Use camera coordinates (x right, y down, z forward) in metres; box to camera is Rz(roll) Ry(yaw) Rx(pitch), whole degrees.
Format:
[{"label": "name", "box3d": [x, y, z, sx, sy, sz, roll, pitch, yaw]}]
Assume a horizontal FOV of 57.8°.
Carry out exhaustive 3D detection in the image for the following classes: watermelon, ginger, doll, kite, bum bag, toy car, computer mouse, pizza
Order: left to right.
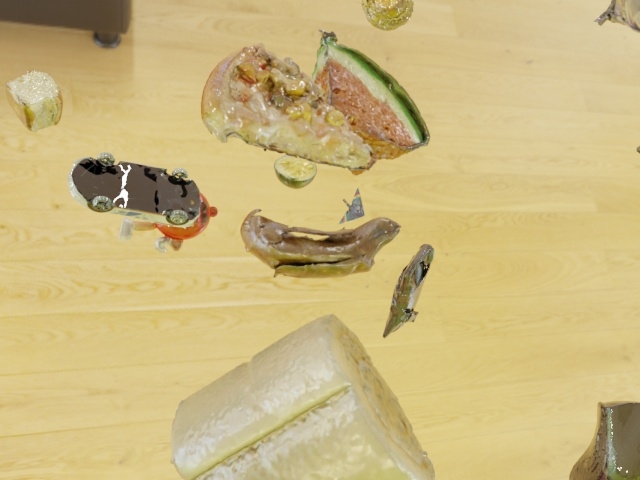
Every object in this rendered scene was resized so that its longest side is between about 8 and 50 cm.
[{"label": "toy car", "box3d": [-0.287, -0.076, 0.908, 0.205, 0.056, 0.095, 9, 58, -27]}, {"label": "doll", "box3d": [-0.352, -0.060, 1.363, 0.217, 0.085, 0.183, 8, 93, -15]}, {"label": "watermelon", "box3d": [-0.062, -0.162, 1.413, 0.105, 0.062, 0.105, 4, 44, -4]}, {"label": "pizza", "box3d": [-0.025, -0.137, 0.621, 0.195, 0.052, 0.185, 29, 44, -11]}, {"label": "ginger", "box3d": [-0.005, 0.014, 1.141, 0.309, 0.107, 0.133, 5, 80, -7]}, {"label": "kite", "box3d": [0.092, -0.090, 1.656, 0.090, 0.122, 0.004, 40, 16, 31]}, {"label": "bum bag", "box3d": [0.199, 0.125, 1.312, 0.060, 0.248, 0.123, 24, 43, 24]}, {"label": "computer mouse", "box3d": [0.506, 0.365, 0.943, 0.147, 0.264, 0.088, 10, 22, 11]}]

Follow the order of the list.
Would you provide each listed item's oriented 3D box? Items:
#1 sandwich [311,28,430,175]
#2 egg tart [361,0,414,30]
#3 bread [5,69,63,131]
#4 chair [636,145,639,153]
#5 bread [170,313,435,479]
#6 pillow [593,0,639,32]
[{"label": "sandwich", "box3d": [0.076, -0.239, 1.123, 0.292, 0.109, 0.212, 24, 66, -24]}, {"label": "egg tart", "box3d": [0.159, -0.560, 1.375, 0.130, 0.052, 0.130, -1, 78, 3]}, {"label": "bread", "box3d": [-0.498, -0.245, 1.018, 0.076, 0.070, 0.083, -33, 72, -32]}, {"label": "chair", "box3d": [0.297, -0.070, 0.302, 0.104, 0.221, 0.095, 11, 55, -16]}, {"label": "bread", "box3d": [-0.010, 0.147, 0.428, 0.141, 0.134, 0.148, -32, 99, 11]}, {"label": "pillow", "box3d": [0.338, -0.319, 0.549, 0.059, 0.255, 0.169, -5, 29, -6]}]
